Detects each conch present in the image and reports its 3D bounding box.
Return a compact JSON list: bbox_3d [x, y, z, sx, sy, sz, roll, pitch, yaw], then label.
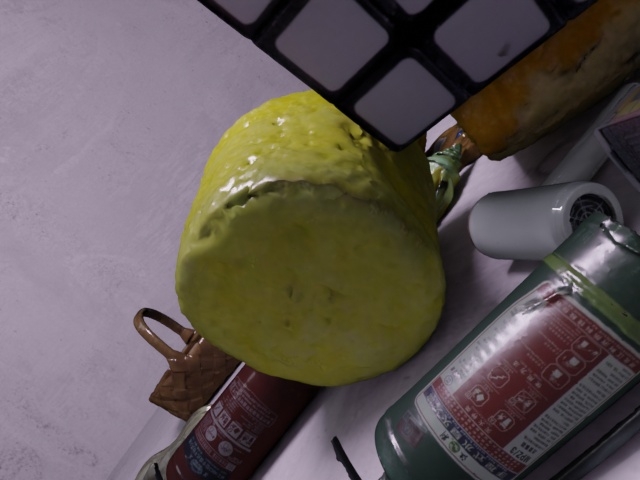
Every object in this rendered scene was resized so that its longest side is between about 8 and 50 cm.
[{"bbox_3d":[0.181,-0.081,0.777,0.095,0.080,0.200,5,74,63],"label":"conch"}]

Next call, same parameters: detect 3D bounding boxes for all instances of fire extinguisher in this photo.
[{"bbox_3d":[-0.138,0.293,0.702,0.337,0.135,0.114,-52,-26,-2],"label":"fire extinguisher"},{"bbox_3d":[0.113,0.118,0.314,0.294,0.118,0.093,-49,-25,13],"label":"fire extinguisher"}]

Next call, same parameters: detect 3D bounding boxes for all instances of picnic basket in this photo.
[{"bbox_3d":[-0.407,0.305,1.342,0.337,0.337,0.293,-52,10,-4],"label":"picnic basket"}]

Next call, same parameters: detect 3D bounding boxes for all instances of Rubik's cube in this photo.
[{"bbox_3d":[0.070,-0.331,0.436,0.301,0.304,0.305,-37,41,34],"label":"Rubik's cube"}]

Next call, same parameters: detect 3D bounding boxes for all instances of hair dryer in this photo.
[{"bbox_3d":[0.264,-0.072,0.449,0.236,0.073,0.131,-44,10,-11],"label":"hair dryer"}]

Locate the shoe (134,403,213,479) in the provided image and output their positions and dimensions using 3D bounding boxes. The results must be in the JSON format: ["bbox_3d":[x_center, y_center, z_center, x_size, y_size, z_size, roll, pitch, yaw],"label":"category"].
[{"bbox_3d":[-0.260,0.429,0.866,0.274,0.103,0.098,-51,23,15],"label":"shoe"}]

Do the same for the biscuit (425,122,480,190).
[{"bbox_3d":[0.251,-0.171,0.881,0.183,0.047,0.320,-57,12,-17],"label":"biscuit"}]

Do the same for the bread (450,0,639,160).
[{"bbox_3d":[0.309,-0.259,0.511,0.375,0.165,0.236,-40,3,26],"label":"bread"}]

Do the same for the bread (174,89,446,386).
[{"bbox_3d":[0.000,0.000,0.602,0.348,0.348,0.307,-48,21,21],"label":"bread"}]

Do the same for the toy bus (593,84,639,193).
[{"bbox_3d":[0.301,-0.096,0.255,0.106,0.092,0.268,-45,8,-14],"label":"toy bus"}]

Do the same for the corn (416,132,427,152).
[{"bbox_3d":[0.110,-0.091,0.870,0.131,0.131,0.344,-25,44,69],"label":"corn"}]
